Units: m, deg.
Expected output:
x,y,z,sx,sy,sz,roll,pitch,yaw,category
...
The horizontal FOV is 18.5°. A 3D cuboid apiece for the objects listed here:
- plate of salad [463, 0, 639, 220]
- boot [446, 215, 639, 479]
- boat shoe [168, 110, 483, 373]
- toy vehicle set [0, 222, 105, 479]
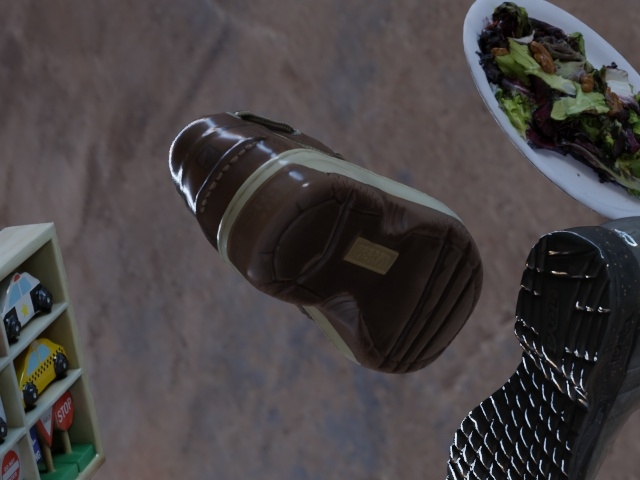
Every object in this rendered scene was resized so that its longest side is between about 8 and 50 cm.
x,y,z,sx,sy,sz,roll,pitch,yaw,category
0.179,-0.095,1.312,0.200,0.200,0.048,8,-39,-40,plate of salad
0.169,0.076,1.046,0.161,0.083,0.246,-15,-42,-34,boot
0.005,-0.006,1.009,0.095,0.095,0.257,-51,-28,-1,boat shoe
-0.207,0.113,1.138,0.035,0.267,0.166,-4,-70,19,toy vehicle set
